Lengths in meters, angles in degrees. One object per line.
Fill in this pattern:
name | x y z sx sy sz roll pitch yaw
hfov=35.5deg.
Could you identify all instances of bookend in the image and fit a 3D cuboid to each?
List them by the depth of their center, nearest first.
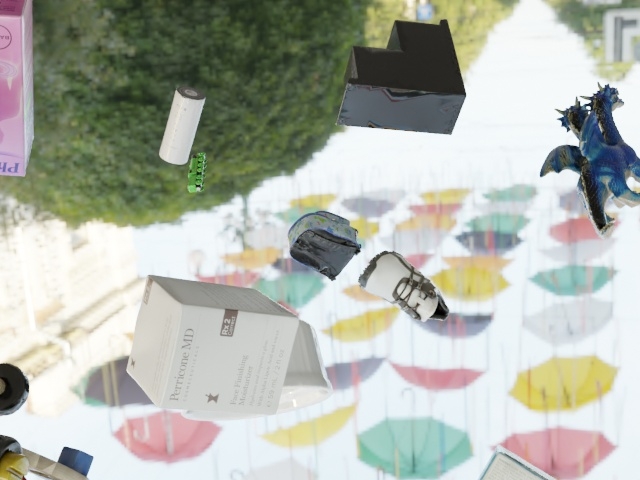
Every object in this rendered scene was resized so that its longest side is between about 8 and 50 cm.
bookend | 0.096 -0.222 1.310 0.157 0.072 0.156 3 -131 -12

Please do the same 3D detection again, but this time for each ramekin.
ramekin | -0.123 0.236 1.824 0.277 0.135 0.277 -8 161 -3

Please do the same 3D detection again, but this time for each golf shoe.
golf shoe | 0.137 0.075 1.544 0.094 0.077 0.198 40 -169 37

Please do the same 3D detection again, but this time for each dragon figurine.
dragon figurine | 0.316 -0.091 1.170 0.085 0.144 0.289 -45 178 40

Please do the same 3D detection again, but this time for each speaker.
speaker | -0.253 -0.208 1.822 0.055 0.136 0.055 15 -152 -8

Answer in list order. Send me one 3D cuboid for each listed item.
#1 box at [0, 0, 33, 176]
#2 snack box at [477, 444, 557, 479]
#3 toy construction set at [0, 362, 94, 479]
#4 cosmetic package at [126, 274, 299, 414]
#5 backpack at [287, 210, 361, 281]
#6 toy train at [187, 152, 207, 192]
box | -0.501 -0.222 1.339 0.213 0.243 0.117 3 -144 -11
snack box | 0.268 0.367 0.980 0.321 0.187 0.060 31 -178 11
toy construction set | -0.394 0.240 0.953 0.257 0.237 0.309 36 -106 16
cosmetic package | -0.155 0.147 1.416 0.183 0.151 0.151 8 -171 -30
backpack | 0.000 0.000 1.779 0.114 0.105 0.084 23 -144 -26
toy train | -0.173 -0.095 1.392 0.023 0.017 0.083 -7 -141 3
